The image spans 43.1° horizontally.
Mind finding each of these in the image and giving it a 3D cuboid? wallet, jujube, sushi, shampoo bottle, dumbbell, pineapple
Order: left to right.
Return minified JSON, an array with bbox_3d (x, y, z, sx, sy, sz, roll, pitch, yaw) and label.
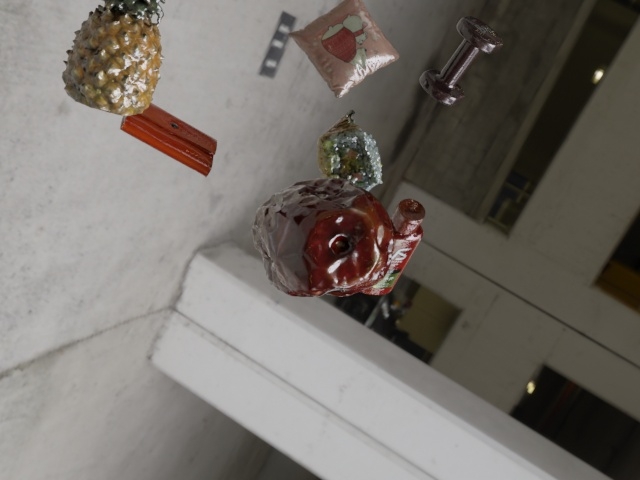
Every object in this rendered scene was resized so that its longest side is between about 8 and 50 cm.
[{"bbox_3d":[-0.324,-0.390,1.370,0.340,0.169,0.169,-70,166,13],"label":"pineapple"},{"bbox_3d":[-0.313,-0.221,1.690,0.045,0.204,0.142,-51,-158,26],"label":"wallet"},{"bbox_3d":[0.001,0.000,1.687,0.276,0.276,0.377,-59,-163,0],"label":"jujube"},{"bbox_3d":[0.086,-0.253,2.485,0.139,0.184,0.274,-62,140,-71],"label":"sushi"},{"bbox_3d":[0.176,0.023,2.021,0.314,0.118,0.076,114,-21,-48],"label":"shampoo bottle"},{"bbox_3d":[0.381,-0.486,2.201,0.140,0.124,0.225,-29,159,-52],"label":"dumbbell"}]

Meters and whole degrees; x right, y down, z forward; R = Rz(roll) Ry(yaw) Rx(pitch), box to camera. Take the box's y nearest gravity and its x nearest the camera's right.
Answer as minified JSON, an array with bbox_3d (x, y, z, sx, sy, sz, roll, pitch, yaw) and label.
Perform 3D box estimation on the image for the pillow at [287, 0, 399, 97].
[{"bbox_3d":[0.066,-0.523,2.164,0.236,0.223,0.084,-35,-175,-14],"label":"pillow"}]
